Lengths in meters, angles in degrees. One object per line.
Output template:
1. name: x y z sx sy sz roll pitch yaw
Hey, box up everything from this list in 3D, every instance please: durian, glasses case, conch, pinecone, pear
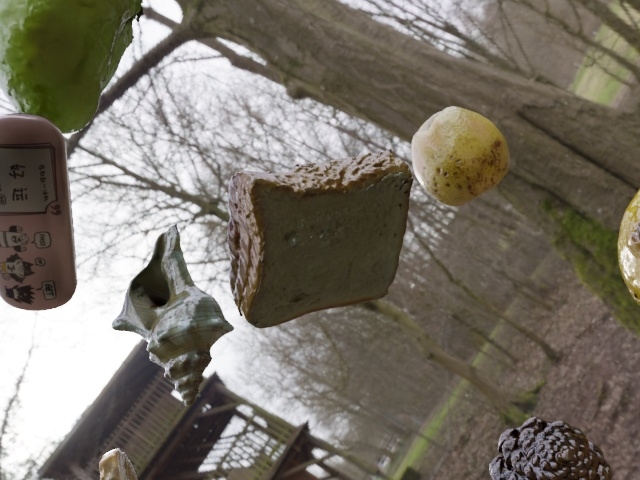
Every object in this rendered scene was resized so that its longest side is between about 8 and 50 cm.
1. durian: -0.397 -0.337 1.019 0.256 0.204 0.340 76 -155 -59
2. glasses case: -0.433 -0.034 0.959 0.075 0.122 0.314 -125 36 -59
3. conch: -0.197 0.108 0.849 0.137 0.234 0.114 -27 -40 -16
4. pinecone: 0.481 0.507 1.366 0.244 0.244 0.309 -55 -32 -25
5. pear: 0.243 -0.152 1.138 0.178 0.178 0.178 -56 -14 -21

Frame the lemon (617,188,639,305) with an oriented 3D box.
1. lemon: 0.550 0.010 0.866 0.293 0.293 0.293 -56 -14 -21

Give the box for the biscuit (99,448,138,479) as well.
1. biscuit: -0.298 0.484 1.032 0.040 0.309 0.204 -15 -7 -12

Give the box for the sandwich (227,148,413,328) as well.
1. sandwich: 0.000 0.000 0.865 0.251 0.087 0.226 -10 -55 -31
